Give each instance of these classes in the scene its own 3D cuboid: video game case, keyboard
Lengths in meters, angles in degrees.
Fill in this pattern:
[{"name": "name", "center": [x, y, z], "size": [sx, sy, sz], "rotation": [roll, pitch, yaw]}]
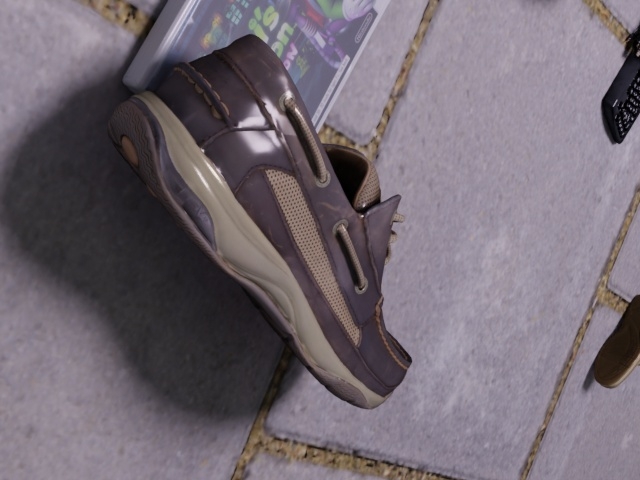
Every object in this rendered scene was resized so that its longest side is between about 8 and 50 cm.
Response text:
[{"name": "video game case", "center": [-0.034, -0.145, 0.818], "size": [0.173, 0.022, 0.190], "rotation": [39, 76, -50]}, {"name": "keyboard", "center": [0.361, -0.198, 1.250], "size": [0.192, 0.038, 0.100], "rotation": [-58, 140, -15]}]

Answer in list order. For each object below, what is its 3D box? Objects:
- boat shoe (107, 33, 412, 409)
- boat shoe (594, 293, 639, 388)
[{"name": "boat shoe", "center": [0.000, 0.000, 0.809], "size": [0.130, 0.132, 0.355], "rotation": [-40, 141, -2]}, {"name": "boat shoe", "center": [0.373, 0.127, 1.402], "size": [0.135, 0.050, 0.045], "rotation": [-51, 133, -21]}]
